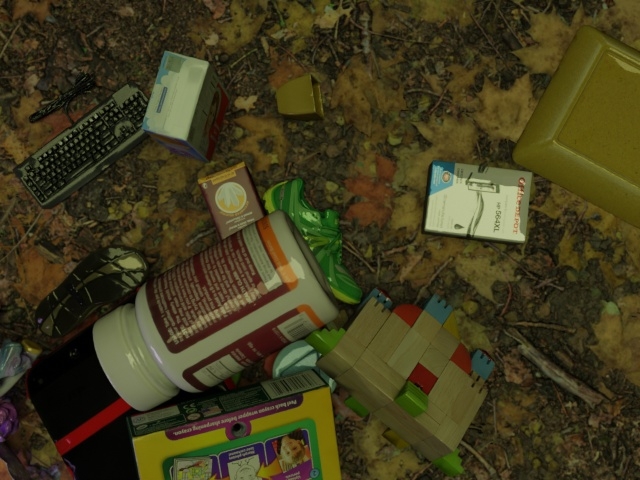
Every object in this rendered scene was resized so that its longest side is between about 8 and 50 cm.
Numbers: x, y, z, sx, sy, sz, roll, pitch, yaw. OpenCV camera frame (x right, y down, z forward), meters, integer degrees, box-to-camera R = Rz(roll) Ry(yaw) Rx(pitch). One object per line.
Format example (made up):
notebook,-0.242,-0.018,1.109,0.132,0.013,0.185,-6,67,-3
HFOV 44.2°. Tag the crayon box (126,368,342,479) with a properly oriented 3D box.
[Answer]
crayon box,-0.146,0.438,1.456,0.363,0.106,0.313,-11,105,-18

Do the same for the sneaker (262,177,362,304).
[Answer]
sneaker,0.000,0.000,1.591,0.123,0.109,0.295,-35,86,3

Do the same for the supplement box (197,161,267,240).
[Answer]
supplement box,-0.166,-0.052,1.613,0.104,0.081,0.188,-22,86,0

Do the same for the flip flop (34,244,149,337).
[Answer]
flip flop,-0.466,0.102,1.619,0.277,0.080,0.112,-38,88,14

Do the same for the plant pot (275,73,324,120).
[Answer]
plant pot,-0.045,-0.289,1.629,0.083,0.081,0.081,-10,86,13

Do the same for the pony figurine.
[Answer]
pony figurine,-0.697,0.327,1.532,0.351,0.303,0.363,32,93,35

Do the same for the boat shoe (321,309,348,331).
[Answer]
boat shoe,0.076,0.227,1.599,0.072,0.068,0.190,-29,86,-12

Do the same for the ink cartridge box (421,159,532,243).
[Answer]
ink cartridge box,0.315,-0.076,1.600,0.203,0.086,0.148,6,86,3

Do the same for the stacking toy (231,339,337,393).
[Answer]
stacking toy,-0.132,0.249,1.568,0.309,0.130,0.279,45,88,4

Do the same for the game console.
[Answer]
game console,-0.375,0.307,1.568,0.386,0.060,0.342,-35,81,9

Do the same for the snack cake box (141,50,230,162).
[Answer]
snack cake box,-0.255,-0.252,1.536,0.089,0.264,0.152,15,87,3

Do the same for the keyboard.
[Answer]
keyboard,-0.512,-0.232,1.660,0.317,0.033,0.201,-38,86,-2

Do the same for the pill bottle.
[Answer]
pill bottle,-0.185,0.130,1.404,0.392,0.224,0.224,-29,86,4

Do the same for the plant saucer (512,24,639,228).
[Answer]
plant saucer,0.615,-0.238,1.606,0.333,0.081,0.333,29,87,2

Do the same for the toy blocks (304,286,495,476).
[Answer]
toy blocks,0.183,0.224,1.522,0.381,0.191,0.261,40,57,0
